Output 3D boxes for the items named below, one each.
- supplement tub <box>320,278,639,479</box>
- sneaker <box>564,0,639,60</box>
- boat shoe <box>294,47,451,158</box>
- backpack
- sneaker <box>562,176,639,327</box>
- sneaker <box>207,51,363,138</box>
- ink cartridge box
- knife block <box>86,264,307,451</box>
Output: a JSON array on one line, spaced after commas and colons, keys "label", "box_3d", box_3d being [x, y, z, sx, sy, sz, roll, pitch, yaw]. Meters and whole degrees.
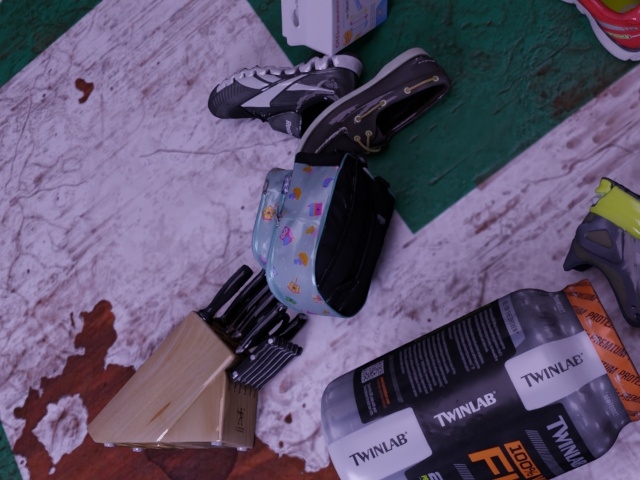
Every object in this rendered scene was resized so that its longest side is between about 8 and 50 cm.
[{"label": "supplement tub", "box_3d": [0.176, 0.176, 1.000, 0.316, 0.193, 0.194, -29, 63, 14]}, {"label": "sneaker", "box_3d": [0.331, -0.345, 1.150, 0.107, 0.118, 0.279, -40, 61, 6]}, {"label": "boat shoe", "box_3d": [0.067, -0.158, 1.227, 0.227, 0.081, 0.069, -40, 57, 4]}, {"label": "backpack", "box_3d": [0.000, 0.000, 1.155, 0.144, 0.166, 0.188, -2, 68, 26]}, {"label": "sneaker", "box_3d": [0.396, 0.060, 1.005, 0.300, 0.111, 0.121, 42, 109, 31]}, {"label": "sneaker", "box_3d": [-0.053, -0.187, 1.295, 0.234, 0.078, 0.106, -9, 67, 20]}, {"label": "ink cartridge box", "box_3d": [0.014, -0.322, 1.266, 0.090, 0.092, 0.143, 29, 52, 28]}, {"label": "knife block", "box_3d": [-0.157, 0.149, 1.222, 0.275, 0.088, 0.242, -6, 69, 23]}]
